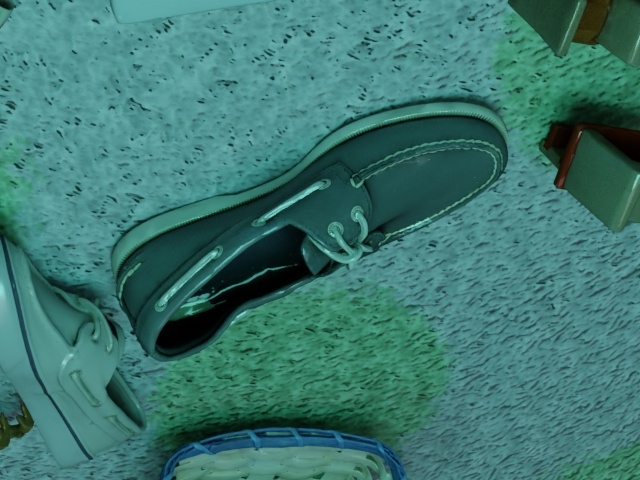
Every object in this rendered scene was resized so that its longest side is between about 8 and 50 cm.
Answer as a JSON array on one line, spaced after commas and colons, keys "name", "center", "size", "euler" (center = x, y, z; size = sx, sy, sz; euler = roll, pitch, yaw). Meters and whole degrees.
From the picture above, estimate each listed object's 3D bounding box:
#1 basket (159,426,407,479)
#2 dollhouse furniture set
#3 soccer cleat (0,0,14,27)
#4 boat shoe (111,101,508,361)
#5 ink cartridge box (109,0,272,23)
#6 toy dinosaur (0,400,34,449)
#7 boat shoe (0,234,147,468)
[{"name": "basket", "center": [-0.031, 0.257, 1.176], "size": [0.255, 0.201, 0.289], "euler": [2, 163, -20]}, {"name": "dollhouse furniture set", "center": [0.252, -0.142, 0.982], "size": [0.262, 0.135, 0.259], "euler": [6, 119, -23]}, {"name": "soccer cleat", "center": [-0.229, -0.125, 0.866], "size": [0.076, 0.068, 0.196], "euler": [-5, 131, -17]}, {"name": "boat shoe", "center": [0.000, 0.000, 1.032], "size": [0.320, 0.099, 0.116], "euler": [-22, 135, 4]}, {"name": "ink cartridge box", "center": [0.028, -0.274, 0.666], "size": [0.308, 0.091, 0.385], "euler": [-9, 152, -6]}, {"name": "toy dinosaur", "center": [-0.292, 0.155, 1.133], "size": [0.112, 0.064, 0.211], "euler": [2, 135, 19]}, {"name": "boat shoe", "center": [-0.193, 0.083, 1.058], "size": [0.088, 0.096, 0.267], "euler": [-18, 137, -5]}]
